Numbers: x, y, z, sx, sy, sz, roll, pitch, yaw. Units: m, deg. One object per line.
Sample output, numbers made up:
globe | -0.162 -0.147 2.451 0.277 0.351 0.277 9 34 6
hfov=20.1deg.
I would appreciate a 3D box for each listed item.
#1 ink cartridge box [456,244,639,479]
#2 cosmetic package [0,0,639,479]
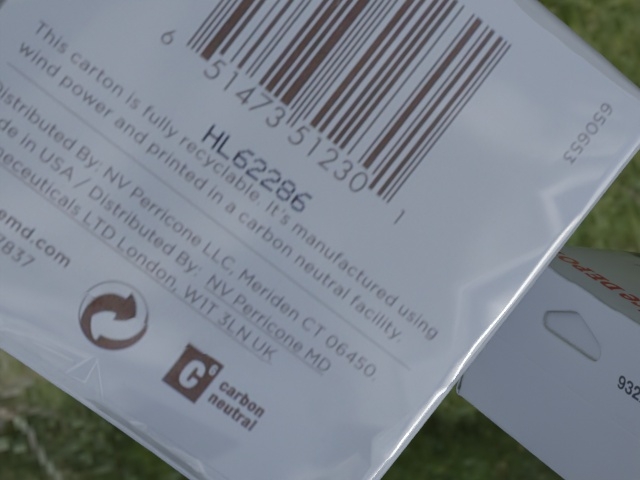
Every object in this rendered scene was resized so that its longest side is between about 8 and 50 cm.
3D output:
ink cartridge box | 0.287 0.102 1.282 0.307 0.129 0.223 5 -163 -31
cosmetic package | -0.059 -0.069 1.127 0.327 0.329 0.394 -53 -168 3
